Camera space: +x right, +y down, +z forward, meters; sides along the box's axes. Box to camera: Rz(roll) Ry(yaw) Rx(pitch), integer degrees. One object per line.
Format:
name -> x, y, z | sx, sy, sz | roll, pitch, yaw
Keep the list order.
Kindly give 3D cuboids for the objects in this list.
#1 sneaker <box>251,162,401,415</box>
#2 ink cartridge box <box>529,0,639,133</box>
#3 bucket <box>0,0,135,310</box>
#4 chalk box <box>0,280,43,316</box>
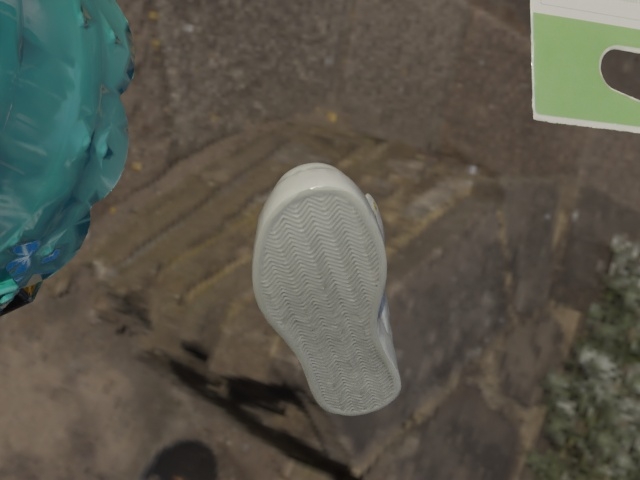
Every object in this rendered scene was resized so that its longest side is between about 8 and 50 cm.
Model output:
sneaker -> 0.000, 0.000, 1.152 | 0.292, 0.108, 0.169 | 78, 3, -52
ink cartridge box -> 0.172, -0.171, 0.794 | 0.171, 0.056, 0.235 | 4, 84, -27
bucket -> -0.241, -0.087, 0.663 | 0.183, 0.281, 0.281 | 23, 83, -81
chalk box -> -0.424, -0.008, 1.460 | 0.180, 0.289, 0.179 | 49, 36, -29
